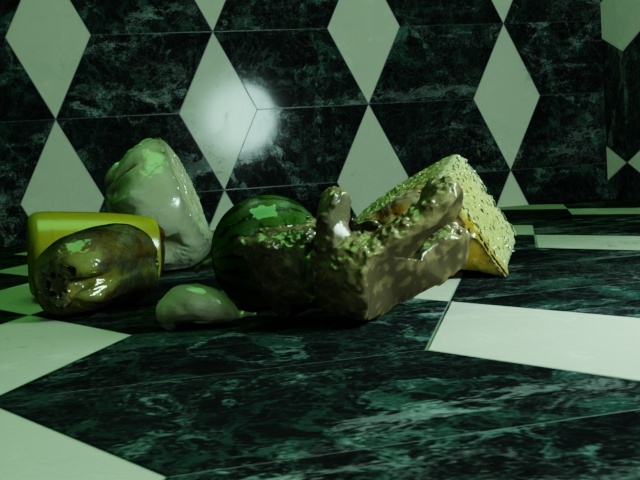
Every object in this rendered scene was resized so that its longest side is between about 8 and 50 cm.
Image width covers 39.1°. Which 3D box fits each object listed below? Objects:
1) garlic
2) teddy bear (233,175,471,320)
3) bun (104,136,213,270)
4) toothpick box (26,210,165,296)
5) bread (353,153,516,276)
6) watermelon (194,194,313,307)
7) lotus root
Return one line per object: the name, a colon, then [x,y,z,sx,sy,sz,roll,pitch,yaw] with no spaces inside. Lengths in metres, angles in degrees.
garlic: [-0.183,0.096,1.350,0.152,0.066,0.084,-5,2,20]
teddy bear: [0.054,0.011,1.344,0.296,0.246,0.222,-41,52,-17]
bun: [-0.414,-0.077,2.245,0.210,0.360,0.360,-23,4,1]
toothpick box: [-0.458,0.026,1.851,0.271,0.175,0.175,-2,3,-20]
bread: [0.203,0.009,1.799,0.315,0.279,0.248,-42,7,31]
watermelon: [-0.102,0.019,1.499,0.214,0.188,0.188,-7,5,-11]
lotus root: [-0.395,0.048,1.616,0.160,0.152,0.275,-12,-1,24]
